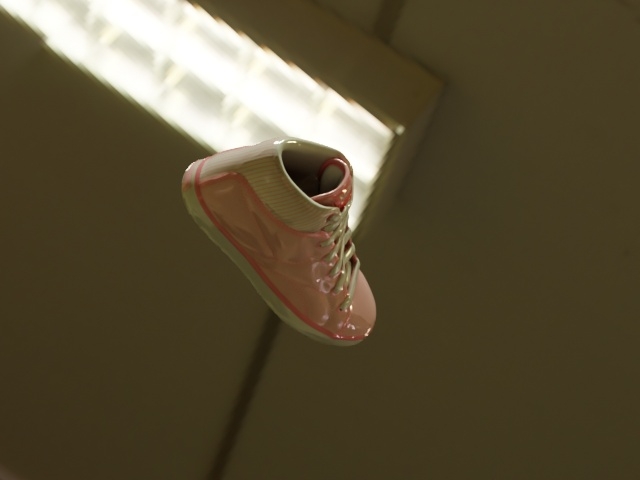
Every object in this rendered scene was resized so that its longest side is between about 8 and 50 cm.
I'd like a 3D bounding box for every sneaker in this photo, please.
[{"bbox_3d":[0.000,0.000,0.850,0.070,0.051,0.134,-23,-54,33],"label":"sneaker"}]
